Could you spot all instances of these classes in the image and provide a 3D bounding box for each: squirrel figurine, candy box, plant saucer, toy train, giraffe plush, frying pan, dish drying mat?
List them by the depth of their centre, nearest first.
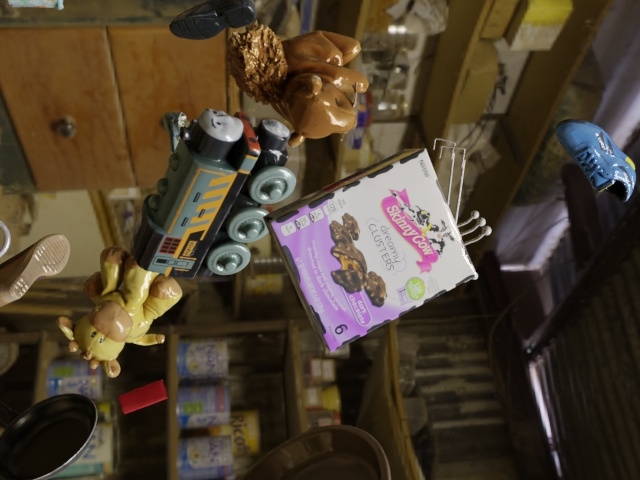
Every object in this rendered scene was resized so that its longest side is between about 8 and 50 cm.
[{"bbox_3d":[-0.031,0.333,0.787,0.041,0.277,0.278,53,2,-20],"label":"plant saucer"},{"bbox_3d":[0.057,0.007,0.793,0.165,0.196,0.070,65,-9,-11],"label":"candy box"},{"bbox_3d":[-0.176,-0.066,1.106,0.334,0.190,0.142,-55,-139,35],"label":"toy train"},{"bbox_3d":[-0.287,0.253,1.108,0.008,0.083,0.032,25,44,-71],"label":"dish drying mat"},{"bbox_3d":[-0.369,0.138,1.212,0.170,0.181,0.210,-55,163,-64],"label":"giraffe plush"},{"bbox_3d":[-0.559,0.368,1.271,0.197,0.325,0.053,-72,151,-51],"label":"frying pan"},{"bbox_3d":[-0.073,-0.393,1.784,0.370,0.396,0.281,-93,-154,-56],"label":"squirrel figurine"}]

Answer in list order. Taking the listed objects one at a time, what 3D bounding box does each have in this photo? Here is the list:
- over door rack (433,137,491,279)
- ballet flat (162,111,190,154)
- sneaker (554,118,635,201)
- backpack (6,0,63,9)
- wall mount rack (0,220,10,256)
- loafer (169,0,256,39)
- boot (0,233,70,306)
[{"bbox_3d":[0.343,-0.084,1.664,0.239,0.108,0.325,-67,151,-78],"label":"over door rack"},{"bbox_3d":[-0.323,-0.243,1.584,0.188,0.070,0.070,-112,-160,-44],"label":"ballet flat"},{"bbox_3d":[0.521,-0.149,1.292,0.069,0.209,0.082,-27,-144,51],"label":"sneaker"},{"bbox_3d":[-0.475,-0.523,1.148,0.254,0.191,0.225,111,-34,-41],"label":"backpack"},{"bbox_3d":[-0.931,-0.022,1.608,0.304,0.350,0.130,-61,-152,-3],"label":"wall mount rack"},{"bbox_3d":[-0.202,-0.423,1.282,0.062,0.169,0.061,63,20,-61],"label":"loafer"},{"bbox_3d":[-0.704,0.067,1.537,0.248,0.206,0.090,-64,141,-57],"label":"boot"}]
